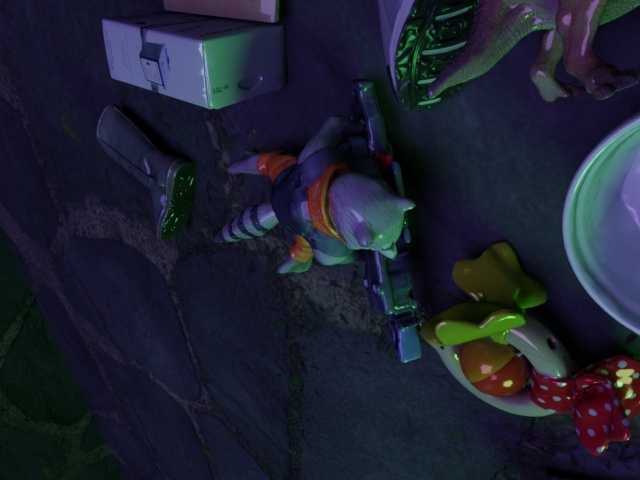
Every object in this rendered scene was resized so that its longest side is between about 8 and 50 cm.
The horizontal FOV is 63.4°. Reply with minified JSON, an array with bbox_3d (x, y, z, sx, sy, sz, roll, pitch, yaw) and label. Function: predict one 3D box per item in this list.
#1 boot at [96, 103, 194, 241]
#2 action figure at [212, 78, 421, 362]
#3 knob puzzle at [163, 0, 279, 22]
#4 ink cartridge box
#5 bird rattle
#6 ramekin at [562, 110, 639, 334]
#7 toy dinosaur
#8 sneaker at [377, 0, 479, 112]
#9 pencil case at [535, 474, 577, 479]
[{"bbox_3d":[-0.329,-0.122,0.951,0.208,0.076,0.189,30,119,16],"label":"boot"},{"bbox_3d":[0.000,0.000,0.636,0.330,0.179,0.341,-7,99,64],"label":"action figure"},{"bbox_3d":[-0.117,-0.372,0.618,0.213,0.030,0.213,11,115,25],"label":"knob puzzle"},{"bbox_3d":[-0.160,-0.240,0.665,0.191,0.140,0.082,22,127,31],"label":"ink cartridge box"},{"bbox_3d":[0.231,0.132,0.598,0.253,0.143,0.207,39,150,-2],"label":"bird rattle"},{"bbox_3d":[0.309,-0.024,0.397,0.207,0.109,0.207,23,130,30],"label":"ramekin"},{"bbox_3d":[0.194,-0.211,0.338,0.296,0.127,0.200,-22,99,32],"label":"toy dinosaur"},{"bbox_3d":[0.094,-0.251,0.474,0.108,0.100,0.271,-122,19,-51],"label":"sneaker"},{"bbox_3d":[0.353,0.341,0.612,0.206,0.088,0.086,-12,105,47],"label":"pencil case"}]
